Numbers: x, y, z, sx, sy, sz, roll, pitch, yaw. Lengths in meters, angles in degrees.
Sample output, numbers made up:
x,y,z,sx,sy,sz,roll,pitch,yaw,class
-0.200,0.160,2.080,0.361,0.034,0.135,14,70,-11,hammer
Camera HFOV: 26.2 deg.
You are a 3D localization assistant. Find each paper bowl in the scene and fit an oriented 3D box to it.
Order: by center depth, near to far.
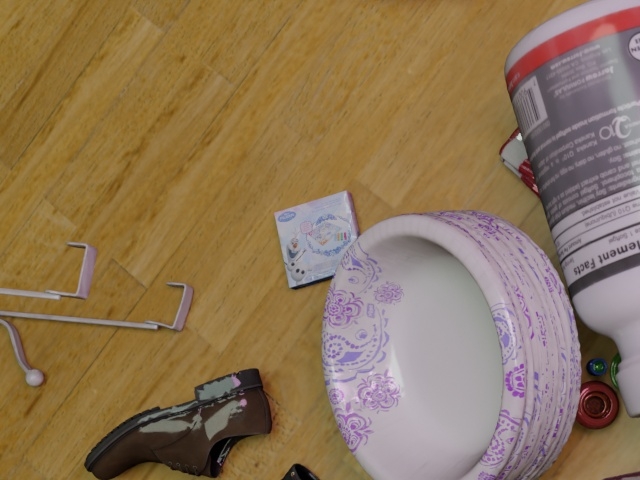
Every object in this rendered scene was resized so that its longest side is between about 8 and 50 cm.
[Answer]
x,y,z,sx,sy,sz,roll,pitch,yaw,class
0.141,0.111,1.353,0.284,0.148,0.284,6,98,53,paper bowl

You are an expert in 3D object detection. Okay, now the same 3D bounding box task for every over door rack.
x,y,z,sx,sy,sz,roll,pitch,yaw,class
-0.337,0.092,1.522,0.324,0.239,0.108,-8,75,20,over door rack

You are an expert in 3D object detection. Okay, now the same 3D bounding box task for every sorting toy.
x,y,z,sx,sy,sz,roll,pitch,yaw,class
0.292,0.145,1.392,0.102,0.042,0.061,-38,85,-3,sorting toy

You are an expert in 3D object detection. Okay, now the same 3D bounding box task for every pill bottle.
x,y,z,sx,sy,sz,roll,pitch,yaw,class
0.315,-0.033,1.272,0.210,0.210,0.363,-19,76,16,pill bottle

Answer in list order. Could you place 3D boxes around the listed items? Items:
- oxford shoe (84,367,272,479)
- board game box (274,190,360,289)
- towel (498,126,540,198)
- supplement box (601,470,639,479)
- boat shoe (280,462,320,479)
x,y,z,sx,sy,sz,roll,pitch,yaw,class
-0.158,0.226,1.517,0.227,0.083,0.096,-25,77,16,oxford shoe
0.000,0.000,1.533,0.090,0.020,0.090,-16,75,17,board game box
0.365,-0.072,1.388,0.329,0.037,0.237,45,103,22,towel
0.401,0.267,1.305,0.239,0.073,0.130,-14,76,17,supplement box
0.010,0.287,1.459,0.133,0.049,0.042,36,101,27,boat shoe
